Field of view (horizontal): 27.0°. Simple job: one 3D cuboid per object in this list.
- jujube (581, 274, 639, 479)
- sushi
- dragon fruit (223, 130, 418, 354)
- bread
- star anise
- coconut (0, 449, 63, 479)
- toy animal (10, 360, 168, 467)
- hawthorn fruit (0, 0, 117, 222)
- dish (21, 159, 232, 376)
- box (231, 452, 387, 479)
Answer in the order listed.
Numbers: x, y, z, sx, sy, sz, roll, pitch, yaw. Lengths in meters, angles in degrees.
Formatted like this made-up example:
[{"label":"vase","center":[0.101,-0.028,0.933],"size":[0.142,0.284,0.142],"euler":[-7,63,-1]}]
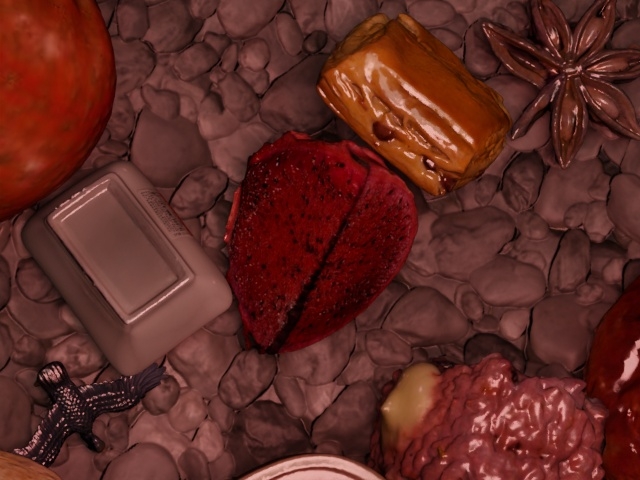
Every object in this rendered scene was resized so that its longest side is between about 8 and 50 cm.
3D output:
[{"label":"jujube","center":[0.386,0.144,1.440],"size":[0.197,0.197,0.290],"euler":[23,67,-5]},{"label":"sushi","center":[0.166,0.203,1.360],"size":[0.237,0.270,0.170],"euler":[20,80,-12]},{"label":"dragon fruit","center":[0.000,0.000,1.419],"size":[0.189,0.163,0.261],"euler":[19,116,-22]},{"label":"bread","center":[0.109,-0.154,1.425],"size":[0.210,0.235,0.099],"euler":[42,115,0]},{"label":"star anise","center":[0.296,-0.194,1.531],"size":[0.197,0.073,0.212],"euler":[-14,87,-7]},{"label":"coconut","center":[-0.348,0.378,1.235],"size":[0.405,0.404,0.404],"euler":[1,82,-8]},{"label":"toy animal","center":[-0.261,0.178,1.406],"size":[0.220,0.062,0.108],"euler":[-31,88,-22]},{"label":"hawthorn fruit","center":[-0.414,-0.188,1.292],"size":[0.403,0.403,0.402],"euler":[1,82,-8]},{"label":"dish","center":[-0.208,0.018,1.407],"size":[0.151,0.077,0.212],"euler":[-36,76,-11]},{"label":"box","center":[-0.018,0.362,1.339],"size":[0.301,0.216,0.300],"euler":[1,82,-6]}]
